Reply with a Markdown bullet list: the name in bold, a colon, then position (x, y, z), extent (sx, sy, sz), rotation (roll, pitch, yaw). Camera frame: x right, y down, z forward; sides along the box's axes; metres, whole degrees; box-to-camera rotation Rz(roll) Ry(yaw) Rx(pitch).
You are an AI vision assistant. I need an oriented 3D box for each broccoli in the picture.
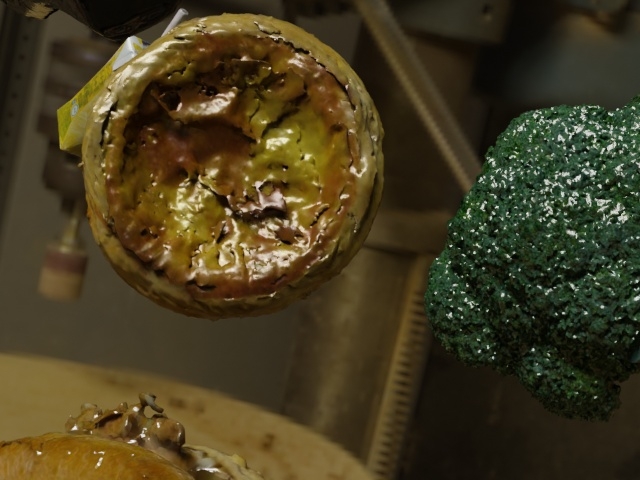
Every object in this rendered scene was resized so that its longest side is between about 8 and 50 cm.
- **broccoli**: position (0.219, 0.024, 1.219), extent (0.269, 0.254, 0.269), rotation (2, -20, 1)

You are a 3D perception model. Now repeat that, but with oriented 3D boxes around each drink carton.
- **drink carton**: position (-0.202, -0.165, 1.686), extent (0.084, 0.200, 0.074), rotation (23, 43, -35)

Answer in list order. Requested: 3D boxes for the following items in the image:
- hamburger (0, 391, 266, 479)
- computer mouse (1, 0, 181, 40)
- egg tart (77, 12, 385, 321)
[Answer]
- **hamburger**: position (-0.213, 0.302, 1.425), extent (0.268, 0.445, 0.287), rotation (18, 39, -48)
- **computer mouse**: position (-0.138, -0.183, 0.779), extent (0.147, 0.088, 0.264), rotation (57, -11, -26)
- **egg tart**: position (-0.083, -0.068, 1.453), extent (0.290, 0.290, 0.115), rotation (12, -5, -5)
